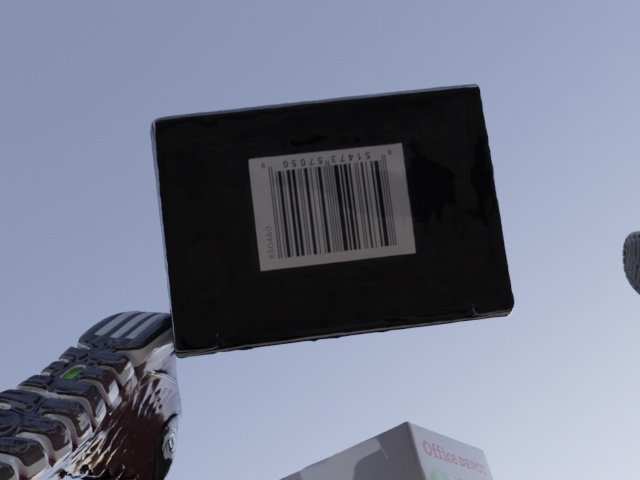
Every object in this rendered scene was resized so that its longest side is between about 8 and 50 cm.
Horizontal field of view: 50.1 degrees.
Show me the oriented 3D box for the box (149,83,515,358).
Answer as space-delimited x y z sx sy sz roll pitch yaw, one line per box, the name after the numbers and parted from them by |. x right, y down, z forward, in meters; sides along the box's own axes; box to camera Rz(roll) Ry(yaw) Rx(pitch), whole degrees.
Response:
0.000 0.000 0.768 0.293 0.395 0.212 -7 -95 -3 | box

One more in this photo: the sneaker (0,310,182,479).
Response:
-0.196 0.185 0.551 0.106 0.281 0.162 4 -65 31 | sneaker

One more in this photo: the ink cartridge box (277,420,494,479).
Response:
0.095 0.369 0.730 0.197 0.270 0.198 -32 -39 23 | ink cartridge box

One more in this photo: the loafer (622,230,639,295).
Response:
0.505 0.044 0.887 0.092 0.268 0.102 -6 -76 -17 | loafer
